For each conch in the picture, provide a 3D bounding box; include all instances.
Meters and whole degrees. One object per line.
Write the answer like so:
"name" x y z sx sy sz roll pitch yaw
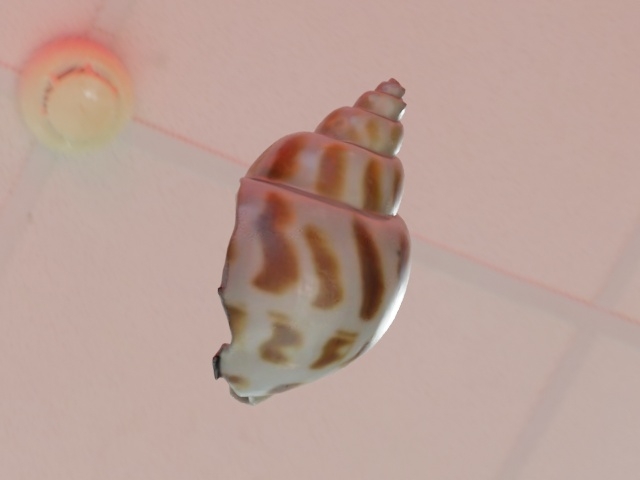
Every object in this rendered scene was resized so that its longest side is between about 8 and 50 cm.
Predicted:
"conch" 0.000 0.000 1.511 0.148 0.183 0.275 3 -98 4
